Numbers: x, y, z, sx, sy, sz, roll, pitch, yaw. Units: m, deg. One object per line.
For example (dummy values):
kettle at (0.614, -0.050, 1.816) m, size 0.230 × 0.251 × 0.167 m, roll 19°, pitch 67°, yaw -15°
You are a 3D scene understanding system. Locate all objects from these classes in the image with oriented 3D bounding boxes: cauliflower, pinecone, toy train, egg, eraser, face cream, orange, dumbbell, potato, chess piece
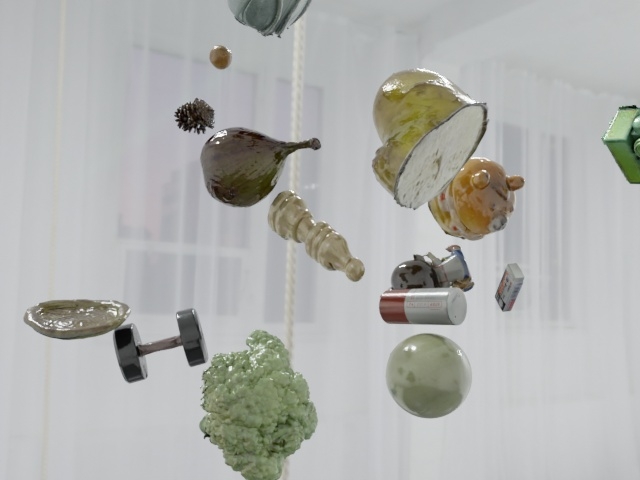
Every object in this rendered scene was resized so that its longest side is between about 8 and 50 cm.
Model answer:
cauliflower at (-0.132, 0.360, 1.578) m, size 0.261 × 0.326 × 0.281 m, roll 9°, pitch -22°, yaw -3°
pinecone at (-0.338, -0.336, 1.961) m, size 0.110 × 0.102 × 0.102 m, roll 6°, pitch -5°, yaw 5°
toy train at (0.978, -0.277, 2.182) m, size 0.188 × 0.159 × 0.272 m, roll 9°, pitch -27°, yaw 50°
egg at (0.276, 0.344, 1.863) m, size 0.219 × 0.218 × 0.269 m, roll -1°, pitch -17°, yaw 25°
eraser at (0.453, 0.114, 1.752) m, size 0.029 × 0.052 × 0.122 m, roll -6°, pitch -45°, yaw -14°
face cream at (0.264, 0.172, 1.895) m, size 0.214 × 0.095 × 0.096 m, roll -5°, pitch -9°, yaw 42°
orange at (-0.327, -0.602, 2.395) m, size 0.085 × 0.084 × 0.085 m, roll 2°, pitch -6°, yaw 0°
dumbbell at (-0.411, 0.270, 1.885) m, size 0.218 × 0.152 × 0.152 m, roll -14°, pitch -3°, yaw -10°
potato at (0.226, -0.287, 1.918) m, size 0.296 × 0.397 × 0.289 m, roll 39°, pitch -24°, yaw 28°
chess piece at (0.000, 0.000, 1.937) m, size 0.307 × 0.138 × 0.124 m, roll 38°, pitch 27°, yaw 31°

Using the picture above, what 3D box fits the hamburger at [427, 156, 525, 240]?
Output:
hamburger at (0.502, -0.138, 2.301) m, size 0.277 × 0.276 × 0.237 m, roll 6°, pitch -10°, yaw -32°

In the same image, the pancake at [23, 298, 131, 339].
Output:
pancake at (-0.591, 0.186, 1.781) m, size 0.250 × 0.031 × 0.250 m, roll 3°, pitch 14°, yaw -1°

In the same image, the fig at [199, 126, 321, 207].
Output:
fig at (-0.141, -0.202, 1.871) m, size 0.321 × 0.216 × 0.217 m, roll -11°, pitch -10°, yaw 19°

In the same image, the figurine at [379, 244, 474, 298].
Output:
figurine at (0.302, 0.117, 2.112) m, size 0.276 × 0.161 × 0.158 m, roll -16°, pitch -11°, yaw -6°

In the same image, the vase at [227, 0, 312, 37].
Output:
vase at (-0.089, -0.793, 1.974) m, size 0.250 × 0.249 × 0.445 m, roll 6°, pitch -44°, yaw -33°
